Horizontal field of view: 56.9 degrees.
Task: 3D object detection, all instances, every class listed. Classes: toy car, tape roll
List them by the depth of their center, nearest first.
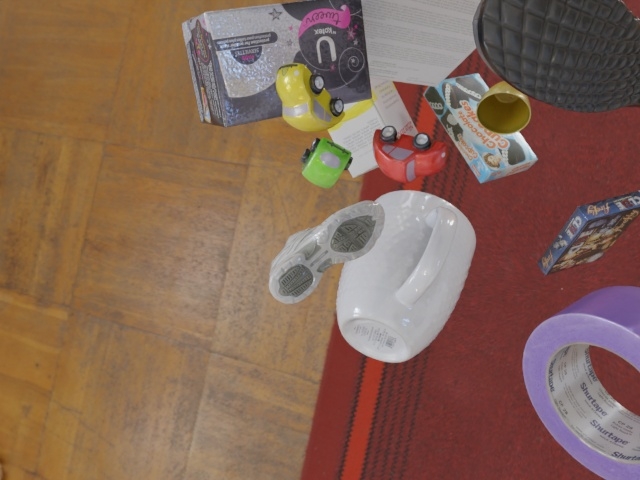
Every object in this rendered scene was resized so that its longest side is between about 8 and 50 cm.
[{"bbox_3d":[0.309,0.147,0.601,0.189,0.080,0.189,37,137,44],"label":"tape roll"},{"bbox_3d":[0.023,-0.116,0.787,0.239,0.225,0.053,27,70,-10],"label":"toy car"}]

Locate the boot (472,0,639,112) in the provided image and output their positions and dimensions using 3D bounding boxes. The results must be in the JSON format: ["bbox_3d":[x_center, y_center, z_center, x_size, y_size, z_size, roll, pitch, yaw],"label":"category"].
[{"bbox_3d":[0.277,-0.212,0.689,0.223,0.337,0.118,-134,56,-62],"label":"boot"}]

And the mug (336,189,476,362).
[{"bbox_3d":[0.194,0.071,1.307,0.276,0.374,0.328,29,55,-1],"label":"mug"}]

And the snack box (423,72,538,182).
[{"bbox_3d":[0.448,-0.322,1.664,0.322,0.187,0.060,62,151,19],"label":"snack box"}]

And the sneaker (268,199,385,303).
[{"bbox_3d":[0.000,0.000,0.997,0.232,0.115,0.090,-35,118,-1],"label":"sneaker"}]

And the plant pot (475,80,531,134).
[{"bbox_3d":[0.474,-0.353,1.512,0.134,0.134,0.095,6,52,23],"label":"plant pot"}]

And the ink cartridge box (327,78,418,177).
[{"bbox_3d":[0.102,-0.398,1.638,0.160,0.279,0.385,-25,100,26],"label":"ink cartridge box"}]

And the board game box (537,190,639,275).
[{"bbox_3d":[0.637,-0.012,1.401,0.164,0.243,0.042,-14,59,-12],"label":"board game box"}]

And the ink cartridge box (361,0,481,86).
[{"bbox_3d":[0.187,-0.431,1.041,0.385,0.308,0.091,-43,54,54],"label":"ink cartridge box"}]

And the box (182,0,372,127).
[{"bbox_3d":[-0.064,-0.277,0.907,0.142,0.247,0.164,26,128,61],"label":"box"}]
